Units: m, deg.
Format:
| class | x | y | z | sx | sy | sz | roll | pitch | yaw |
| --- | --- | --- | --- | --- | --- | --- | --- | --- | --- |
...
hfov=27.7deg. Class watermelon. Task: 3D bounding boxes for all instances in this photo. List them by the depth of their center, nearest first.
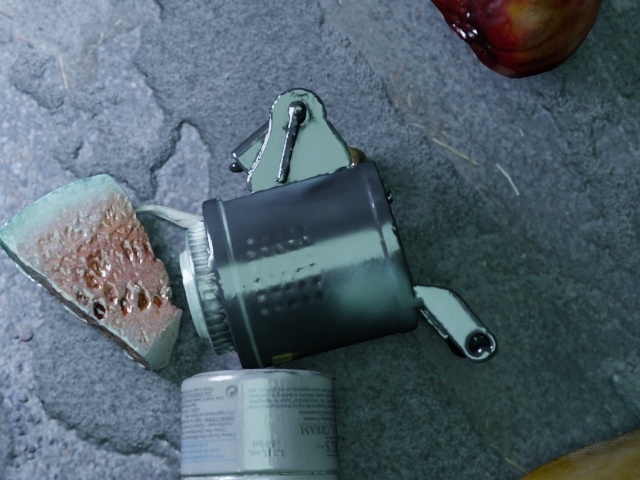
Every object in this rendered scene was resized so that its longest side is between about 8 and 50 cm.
| class | x | y | z | sx | sy | sz | roll | pitch | yaw |
| --- | --- | --- | --- | --- | --- | --- | --- | --- | --- |
| watermelon | -0.251 | 0.049 | 1.541 | 0.154 | 0.094 | 0.241 | -36 | 84 | -15 |

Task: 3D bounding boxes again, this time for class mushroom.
| class | x | y | z | sx | sy | sz | roll | pitch | yaw |
| --- | --- | --- | --- | --- | --- | --- | --- | --- | --- |
| mushroom | -0.088 | -0.046 | 1.572 | 0.306 | 0.043 | 0.068 | -18 | 62 | -1 |

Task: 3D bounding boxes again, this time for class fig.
| class | x | y | z | sx | sy | sz | roll | pitch | yaw |
| --- | --- | --- | --- | --- | --- | --- | --- | --- | --- |
| fig | 0.232 | -0.326 | 1.518 | 0.224 | 0.224 | 0.263 | 13 | 108 | 2 |

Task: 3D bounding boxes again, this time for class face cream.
| class | x | y | z | sx | sy | sz | roll | pitch | yaw |
| --- | --- | --- | --- | --- | --- | --- | --- | --- | --- |
| face cream | -0.068 | 0.225 | 1.455 | 0.177 | 0.177 | 0.152 | -2 | 81 | 0 |

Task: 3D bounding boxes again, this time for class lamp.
| class | x | y | z | sx | sy | sz | roll | pitch | yaw |
| --- | --- | --- | --- | --- | --- | --- | --- | --- | --- |
| lamp | -0.017 | 0.041 | 1.473 | 0.272 | 0.205 | 0.374 | -34 | 89 | -1 |

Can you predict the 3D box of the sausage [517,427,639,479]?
| class | x | y | z | sx | sy | sz | roll | pitch | yaw |
| --- | --- | --- | --- | --- | --- | --- | --- | --- | --- |
| sausage | 0.442 | 0.241 | 1.477 | 0.501 | 0.123 | 0.136 | -25 | 79 | -3 |
